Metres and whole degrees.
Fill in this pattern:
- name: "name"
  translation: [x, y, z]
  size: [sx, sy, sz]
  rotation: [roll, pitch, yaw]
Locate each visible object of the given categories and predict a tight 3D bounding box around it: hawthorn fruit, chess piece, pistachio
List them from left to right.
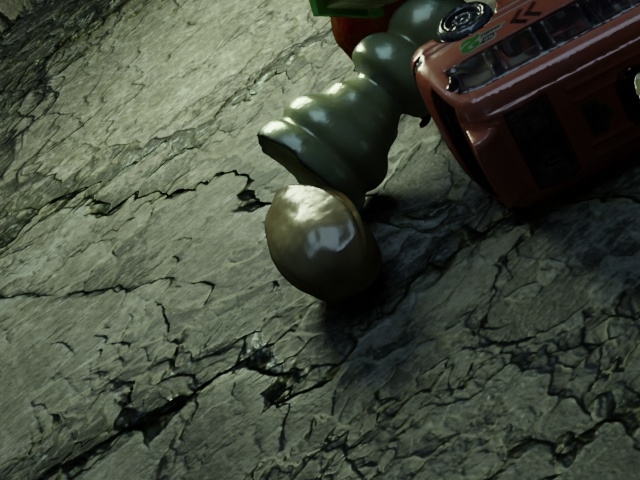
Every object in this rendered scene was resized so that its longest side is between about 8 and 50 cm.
- name: "pistachio"
  translation: [0.000, 0.000, 1.690]
  size: [0.136, 0.136, 0.226]
  rotation: [-37, 33, -5]
- name: "chess piece"
  translation: [0.084, -0.204, 1.819]
  size: [0.330, 0.182, 0.182]
  rotation: [-48, 30, -6]
- name: "hawthorn fruit"
  translation: [0.105, -0.357, 2.086]
  size: [0.208, 0.208, 0.248]
  rotation: [-9, 62, 39]

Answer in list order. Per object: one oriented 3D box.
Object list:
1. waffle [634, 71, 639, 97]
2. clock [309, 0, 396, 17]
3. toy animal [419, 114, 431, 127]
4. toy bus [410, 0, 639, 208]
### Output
- name: "waffle"
  translation: [0.474, -0.138, 1.356]
  size: [0.274, 0.168, 0.057]
  rotation: [-17, 39, 31]
- name: "clock"
  translation: [0.132, -0.396, 1.853]
  size: [0.255, 0.106, 0.220]
  rotation: [-15, 1, 28]
- name: "toy animal"
  translation: [0.248, -0.236, 1.871]
  size: [0.243, 0.087, 0.260]
  rotation: [-37, 28, 28]
- name: "toy bus"
  translation: [0.338, -0.214, 1.592]
  size: [0.427, 0.203, 0.233]
  rotation: [-28, 33, 8]
